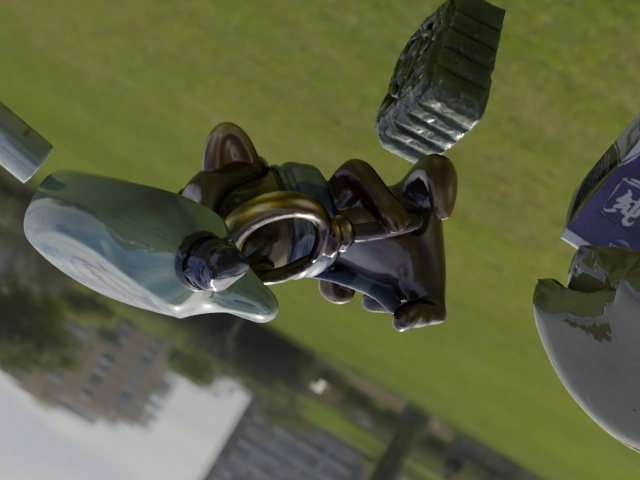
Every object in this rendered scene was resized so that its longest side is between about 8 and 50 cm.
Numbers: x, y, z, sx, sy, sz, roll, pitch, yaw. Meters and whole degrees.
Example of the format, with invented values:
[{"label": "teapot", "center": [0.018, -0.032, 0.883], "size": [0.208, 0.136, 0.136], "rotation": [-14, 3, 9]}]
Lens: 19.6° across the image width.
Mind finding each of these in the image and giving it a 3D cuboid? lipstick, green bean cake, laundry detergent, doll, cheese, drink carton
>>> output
[{"label": "lipstick", "center": [-0.420, -0.169, 2.103], "size": [0.264, 0.059, 0.059], "rotation": [40, 173, -15]}, {"label": "green bean cake", "center": [0.154, -0.211, 2.383], "size": [0.094, 0.185, 0.183], "rotation": [26, 150, -12]}, {"label": "laundry detergent", "center": [-0.143, 0.016, 1.762], "size": [0.215, 0.105, 0.280], "rotation": [36, 165, -35]}, {"label": "doll", "center": [0.001, 0.004, 2.124], "size": [0.339, 0.209, 0.318], "rotation": [11, 150, -15]}, {"label": "cheese", "center": [0.250, 0.080, 1.416], "size": [0.202, 0.091, 0.175], "rotation": [26, 134, 43]}, {"label": "drink carton", "center": [0.361, -0.064, 1.866], "size": [0.134, 0.222, 0.102], "rotation": [33, -142, -3]}]
